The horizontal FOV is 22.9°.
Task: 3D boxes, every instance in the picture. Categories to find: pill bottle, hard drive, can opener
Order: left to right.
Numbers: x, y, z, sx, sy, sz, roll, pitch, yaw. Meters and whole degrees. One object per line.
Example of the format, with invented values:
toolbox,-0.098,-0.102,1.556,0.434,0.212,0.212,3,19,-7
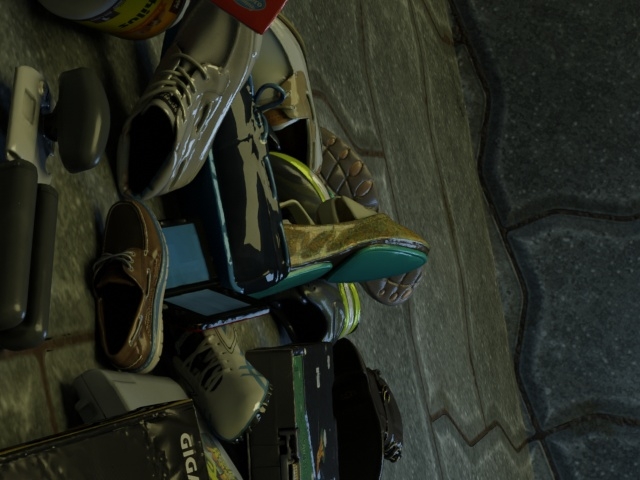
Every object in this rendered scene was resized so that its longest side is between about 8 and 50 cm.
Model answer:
can opener,-0.244,-0.041,1.404,0.076,0.095,0.283,56,26,-52
pill bottle,-0.213,-0.274,1.653,0.215,0.117,0.117,3,75,-73
hard drive,-0.030,0.240,1.872,0.339,0.064,0.236,14,73,-83

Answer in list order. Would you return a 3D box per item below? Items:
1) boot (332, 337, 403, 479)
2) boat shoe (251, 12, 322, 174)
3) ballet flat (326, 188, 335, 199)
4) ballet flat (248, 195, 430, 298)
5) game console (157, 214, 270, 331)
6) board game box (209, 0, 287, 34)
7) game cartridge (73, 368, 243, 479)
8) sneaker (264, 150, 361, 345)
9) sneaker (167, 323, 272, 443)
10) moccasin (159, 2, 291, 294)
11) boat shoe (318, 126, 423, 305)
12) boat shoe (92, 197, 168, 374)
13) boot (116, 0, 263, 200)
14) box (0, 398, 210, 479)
boot,0.075,0.275,2.283,0.229,0.091,0.263,51,29,-57
boat shoe,-0.059,-0.190,2.134,0.103,0.113,0.302,-94,164,-47
ballet flat,-0.010,-0.022,2.198,0.203,0.074,0.074,102,-22,-80
ballet flat,0.000,0.000,1.995,0.349,0.123,0.123,-9,86,-42
game console,-0.133,0.034,1.694,0.144,0.124,0.085,-12,115,-56
board game box,-0.168,-0.347,1.574,0.316,0.064,0.242,33,19,-14
game cartridge,-0.117,0.252,1.504,0.294,0.060,0.196,57,6,15
sneaker,-0.033,0.022,2.085,0.300,0.111,0.121,66,27,-19
sneaker,-0.114,0.137,1.659,0.086,0.085,0.237,34,8,-26
moccasin,-0.109,-0.106,1.841,0.117,0.138,0.342,-7,93,-36
boat shoe,0.033,-0.039,2.381,0.324,0.123,0.116,60,-12,-25
boat shoe,-0.192,0.039,1.577,0.066,0.066,0.183,36,44,-65
boot,-0.141,-0.159,1.685,0.123,0.095,0.258,-46,157,-68
box,-0.174,0.310,1.274,0.257,0.079,0.322,-9,87,-54
